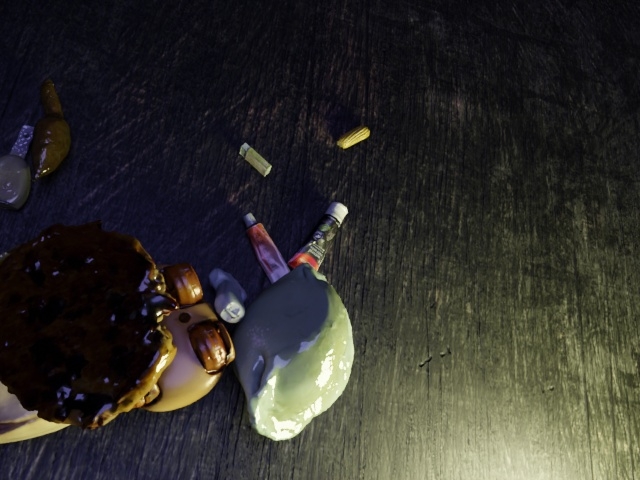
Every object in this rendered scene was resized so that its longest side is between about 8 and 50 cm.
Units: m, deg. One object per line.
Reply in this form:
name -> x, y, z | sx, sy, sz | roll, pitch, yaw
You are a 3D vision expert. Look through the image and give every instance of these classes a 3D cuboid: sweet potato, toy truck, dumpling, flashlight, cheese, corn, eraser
sweet potato -> -0.566, -0.233, 1.169 | 0.075, 0.074, 0.269 | -1, 61, -17
toy truck -> -0.296, 0.171, 1.013 | 0.204, 0.211, 0.288 | -23, 74, -23
dumpling -> -0.040, 0.212, 1.073 | 0.321, 0.212, 0.270 | -42, 88, -16
flashlight -> -0.182, 0.112, 1.084 | 0.047, 0.200, 0.093 | -44, 107, 1
cheese -> -0.630, -0.155, 1.135 | 0.097, 0.037, 0.192 | 15, 66, -12
corn -> 0.084, -0.262, 1.392 | 0.092, 0.037, 0.037 | -33, 81, -21
eraser -> -0.152, -0.189, 1.291 | 0.083, 0.038, 0.019 | 43, 66, 2

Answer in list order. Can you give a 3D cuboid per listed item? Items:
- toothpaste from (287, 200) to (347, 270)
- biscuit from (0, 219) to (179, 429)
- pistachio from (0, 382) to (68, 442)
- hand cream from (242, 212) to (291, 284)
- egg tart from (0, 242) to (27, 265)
toothpaste -> 0.000, 0.000, 1.261 | 0.071, 0.045, 0.193 | 40, 66, -16
biscuit -> -0.372, 0.124, 0.864 | 0.289, 0.081, 0.334 | -43, 72, -11
pistachio -> -0.527, 0.254, 0.922 | 0.299, 0.187, 0.187 | -11, 73, -12
hand cream -> -0.114, 0.037, 1.220 | 0.052, 0.038, 0.216 | -31, 83, 3
egg tart -> -0.546, 0.103, 1.032 | 0.252, 0.098, 0.231 | -3, 74, -21
